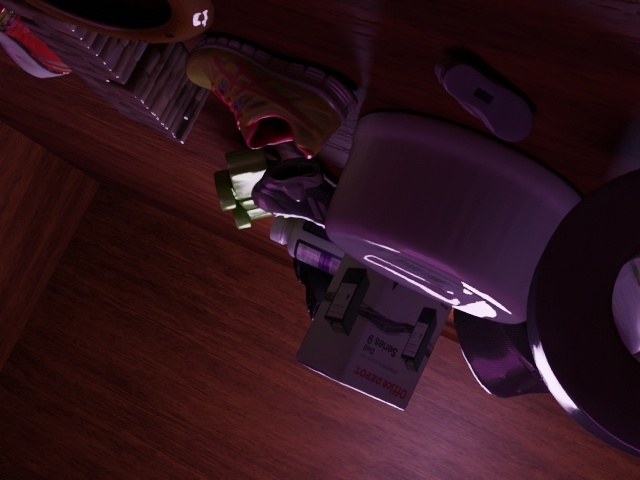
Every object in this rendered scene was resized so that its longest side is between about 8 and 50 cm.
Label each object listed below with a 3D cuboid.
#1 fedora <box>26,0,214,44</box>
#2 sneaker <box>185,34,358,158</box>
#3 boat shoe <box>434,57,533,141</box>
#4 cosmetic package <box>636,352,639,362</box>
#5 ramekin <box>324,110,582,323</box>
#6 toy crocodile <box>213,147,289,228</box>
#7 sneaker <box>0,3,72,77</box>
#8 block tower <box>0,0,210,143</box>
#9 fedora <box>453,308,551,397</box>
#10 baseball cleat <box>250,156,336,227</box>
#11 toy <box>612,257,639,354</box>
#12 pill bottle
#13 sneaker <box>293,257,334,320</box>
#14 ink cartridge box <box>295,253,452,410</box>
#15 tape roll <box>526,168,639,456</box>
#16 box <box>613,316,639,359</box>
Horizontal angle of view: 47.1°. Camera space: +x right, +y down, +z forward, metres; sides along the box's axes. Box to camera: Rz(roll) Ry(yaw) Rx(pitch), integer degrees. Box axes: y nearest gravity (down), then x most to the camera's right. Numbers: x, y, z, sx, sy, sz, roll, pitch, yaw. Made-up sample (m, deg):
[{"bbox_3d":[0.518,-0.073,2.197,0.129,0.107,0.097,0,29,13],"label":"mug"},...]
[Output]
[{"bbox_3d":[-0.171,-0.227,0.572,0.194,0.079,0.194,13,169,3],"label":"fedora"},{"bbox_3d":[-0.070,-0.146,0.765,0.208,0.094,0.081,23,174,29],"label":"sneaker"},{"bbox_3d":[0.129,-0.114,0.585,0.100,0.035,0.035,25,-159,-29],"label":"boat shoe"},{"bbox_3d":[0.437,0.123,0.720,0.183,0.151,0.151,25,172,-1],"label":"cosmetic package"},{"bbox_3d":[0.138,-0.016,0.816,0.277,0.135,0.277,25,172,4],"label":"ramekin"},{"bbox_3d":[-0.113,-0.097,1.260,0.115,0.105,0.340,-14,168,0],"label":"toy crocodile"},{"bbox_3d":[-0.347,-0.283,0.839,0.118,0.107,0.279,2,166,24],"label":"sneaker"},{"bbox_3d":[-0.224,-0.216,0.811,0.097,0.091,0.335,25,172,14],"label":"block tower"},{"bbox_3d":[0.295,0.156,1.105,0.275,0.124,0.244,33,-149,-36],"label":"fedora"},{"bbox_3d":[-0.002,-0.072,1.139,0.205,0.072,0.109,3,144,-34],"label":"baseball cleat"},{"bbox_3d":[0.318,0.030,0.707,0.056,0.137,0.237,-16,164,9],"label":"toy"},{"bbox_3d":[0.000,0.000,1.486,0.193,0.108,0.108,24,172,13],"label":"pill bottle"},{"bbox_3d":[0.015,0.061,1.577,0.130,0.286,0.109,-9,138,-12],"label":"sneaker"},{"bbox_3d":[0.114,0.129,1.294,0.121,0.289,0.211,18,170,45],"label":"ink cartridge box"},{"bbox_3d":[0.269,0.055,0.548,0.219,0.219,0.072,23,172,16],"label":"tape roll"},{"bbox_3d":[0.465,0.156,0.887,0.300,0.142,0.154,24,172,16],"label":"box"}]
